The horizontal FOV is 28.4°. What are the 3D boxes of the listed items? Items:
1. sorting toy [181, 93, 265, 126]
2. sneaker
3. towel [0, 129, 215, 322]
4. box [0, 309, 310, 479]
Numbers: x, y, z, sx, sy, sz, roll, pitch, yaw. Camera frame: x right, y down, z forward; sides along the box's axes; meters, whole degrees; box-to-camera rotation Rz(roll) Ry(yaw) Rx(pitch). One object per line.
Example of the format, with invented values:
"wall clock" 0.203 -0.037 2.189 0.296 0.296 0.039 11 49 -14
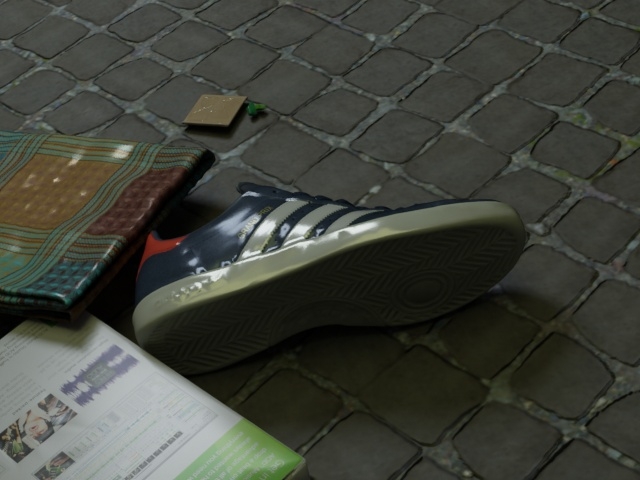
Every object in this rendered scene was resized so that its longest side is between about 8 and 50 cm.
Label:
"sorting toy" -0.104 -0.140 1.388 0.083 0.012 0.062 6 40 24
"sneaker" 0.000 0.000 1.123 0.350 0.131 0.148 -12 46 0
"towel" -0.324 -0.031 1.259 0.370 0.040 0.271 6 40 27
"box" -0.197 0.191 1.021 0.322 0.058 0.232 28 55 37
